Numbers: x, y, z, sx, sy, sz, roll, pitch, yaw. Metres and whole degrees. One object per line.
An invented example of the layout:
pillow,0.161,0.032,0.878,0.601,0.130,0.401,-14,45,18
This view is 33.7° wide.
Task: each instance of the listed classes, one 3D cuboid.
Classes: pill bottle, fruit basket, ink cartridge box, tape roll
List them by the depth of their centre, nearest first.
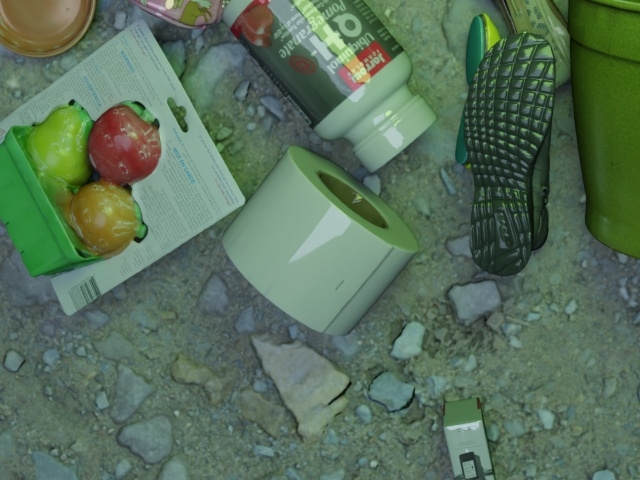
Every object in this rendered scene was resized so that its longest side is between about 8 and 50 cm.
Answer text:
pill bottle,0.021,-0.259,1.532,0.176,0.176,0.318,-40,94,15
tape roll,0.000,0.000,1.557,0.246,0.246,0.169,39,106,-1
fruit basket,-0.326,-0.108,1.620,0.353,0.165,0.327,-32,83,11
ink cartridge box,0.236,0.338,1.660,0.063,0.109,0.150,-12,100,8

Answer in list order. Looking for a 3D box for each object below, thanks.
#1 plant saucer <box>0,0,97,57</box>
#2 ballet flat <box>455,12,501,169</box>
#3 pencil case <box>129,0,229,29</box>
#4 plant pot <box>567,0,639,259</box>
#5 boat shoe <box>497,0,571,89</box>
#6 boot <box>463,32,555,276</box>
plant saucer,-0.440,-0.387,1.651,0.200,0.037,0.200,2,103,8
ballet flat,0.250,-0.218,1.565,0.077,0.077,0.231,1,106,-13
pencil case,-0.159,-0.502,1.519,0.160,0.167,0.386,36,109,36
plant pot,0.495,-0.165,1.411,0.366,0.366,0.353,4,114,8
boat shoe,0.276,-0.341,1.509,0.089,0.104,0.285,-33,96,11
boot,0.278,-0.131,1.498,0.118,0.222,0.338,12,108,18
